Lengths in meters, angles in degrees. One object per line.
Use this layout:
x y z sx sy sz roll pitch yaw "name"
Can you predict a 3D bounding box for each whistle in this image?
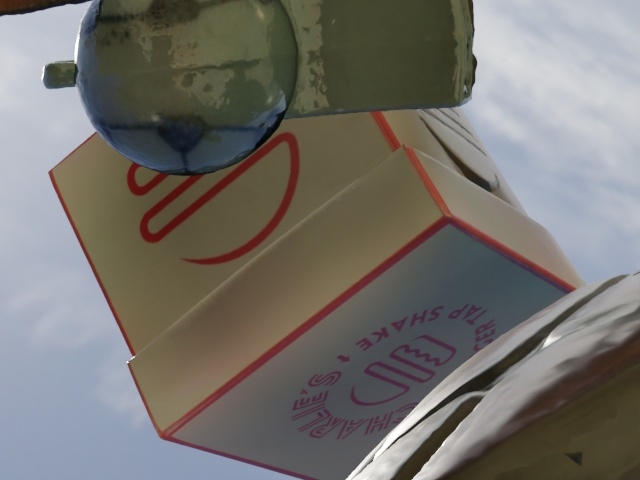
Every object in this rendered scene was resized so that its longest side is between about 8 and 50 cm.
-0.056 -0.121 1.150 0.163 0.290 0.163 -3 -90 -68 "whistle"

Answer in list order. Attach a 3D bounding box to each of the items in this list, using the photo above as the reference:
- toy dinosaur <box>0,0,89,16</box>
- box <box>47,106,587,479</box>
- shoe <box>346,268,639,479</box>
-0.221 -0.116 0.855 0.055 0.280 0.101 47 -123 -36 "toy dinosaur"
0.000 0.000 1.541 0.314 0.312 0.300 27 -150 -55 "box"
0.041 0.124 0.437 0.137 0.291 0.114 39 -137 7 "shoe"
